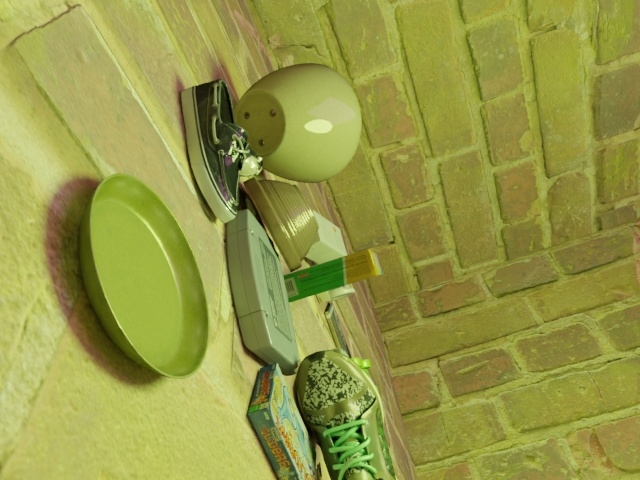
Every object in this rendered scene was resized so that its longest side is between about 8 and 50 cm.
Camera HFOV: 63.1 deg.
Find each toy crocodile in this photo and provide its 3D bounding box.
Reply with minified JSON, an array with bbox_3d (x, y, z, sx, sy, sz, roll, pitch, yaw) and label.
[{"bbox_3d":[0.098,0.425,1.573,0.340,0.105,0.115,40,32,-67],"label":"toy crocodile"}]

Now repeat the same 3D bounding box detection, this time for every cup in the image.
[{"bbox_3d":[-0.092,-0.306,1.376,0.237,0.331,0.330,-20,90,-56],"label":"cup"}]

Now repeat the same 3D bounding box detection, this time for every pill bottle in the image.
[{"bbox_3d":[0.043,0.114,1.858,0.112,0.112,0.186,43,28,-74],"label":"pill bottle"}]

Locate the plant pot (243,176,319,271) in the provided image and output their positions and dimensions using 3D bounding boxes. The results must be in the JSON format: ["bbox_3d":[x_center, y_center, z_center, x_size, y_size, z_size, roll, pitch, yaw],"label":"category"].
[{"bbox_3d":[-0.078,-0.053,1.214,0.237,0.110,0.237,61,-6,10],"label":"plant pot"}]

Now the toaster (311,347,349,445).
[{"bbox_3d":[0.030,0.336,1.147,0.227,0.129,0.146,-56,124,-79],"label":"toaster"}]

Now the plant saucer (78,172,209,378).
[{"bbox_3d":[-0.198,0.043,0.591,0.241,0.037,0.240,-18,90,-82],"label":"plant saucer"}]

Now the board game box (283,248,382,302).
[{"bbox_3d":[0.028,0.091,1.311,0.316,0.243,0.064,17,56,-80],"label":"board game box"}]

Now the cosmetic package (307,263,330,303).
[{"bbox_3d":[-0.005,0.142,1.709,0.060,0.041,0.115,-93,162,-67],"label":"cosmetic package"}]

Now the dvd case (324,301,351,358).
[{"bbox_3d":[0.064,0.332,1.818,0.164,0.018,0.221,-41,111,-82],"label":"dvd case"}]

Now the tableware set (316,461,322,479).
[{"bbox_3d":[0.011,0.489,0.914,0.168,0.020,0.141,-100,-176,-55],"label":"tableware set"}]

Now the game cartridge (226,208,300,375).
[{"bbox_3d":[-0.114,0.096,1.007,0.198,0.062,0.297,53,19,-55],"label":"game cartridge"}]

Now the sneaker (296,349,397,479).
[{"bbox_3d":[0.070,0.397,0.942,0.182,0.158,0.409,162,-93,-88],"label":"sneaker"}]

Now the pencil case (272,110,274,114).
[{"bbox_3d":[-0.154,-0.345,1.703,0.209,0.095,0.098,51,36,-62],"label":"pencil case"}]

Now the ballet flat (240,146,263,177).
[{"bbox_3d":[-0.169,-0.178,1.193,0.203,0.074,0.074,-57,127,-83],"label":"ballet flat"}]

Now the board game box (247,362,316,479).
[{"bbox_3d":[-0.059,0.328,0.875,0.136,0.035,0.201,-85,155,-72],"label":"board game box"}]

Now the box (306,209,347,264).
[{"bbox_3d":[0.000,0.000,1.743,0.170,0.091,0.130,34,33,-48],"label":"box"}]

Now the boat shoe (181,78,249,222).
[{"bbox_3d":[-0.185,-0.179,0.987,0.108,0.102,0.301,56,16,-63],"label":"boat shoe"}]
